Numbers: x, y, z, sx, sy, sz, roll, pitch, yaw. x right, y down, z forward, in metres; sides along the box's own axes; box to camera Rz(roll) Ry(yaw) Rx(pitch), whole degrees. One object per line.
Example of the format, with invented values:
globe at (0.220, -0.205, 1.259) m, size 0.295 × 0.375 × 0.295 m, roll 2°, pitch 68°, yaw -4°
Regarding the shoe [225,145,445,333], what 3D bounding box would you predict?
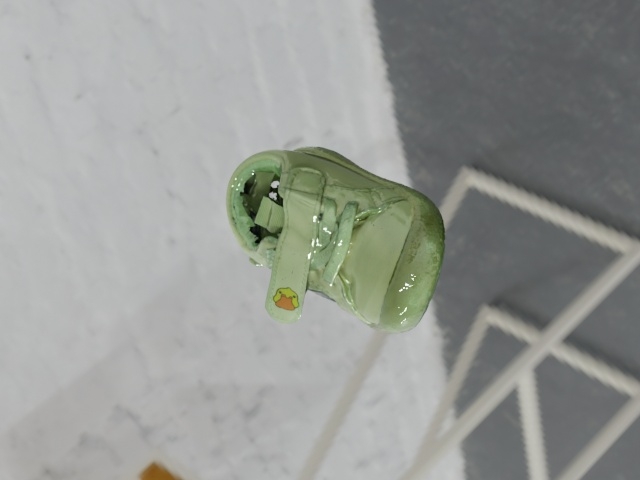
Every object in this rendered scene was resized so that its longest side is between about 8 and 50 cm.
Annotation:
shoe at (0.006, 0.001, 1.361) m, size 0.262 × 0.128 × 0.140 m, roll 43°, pitch 134°, yaw 50°
